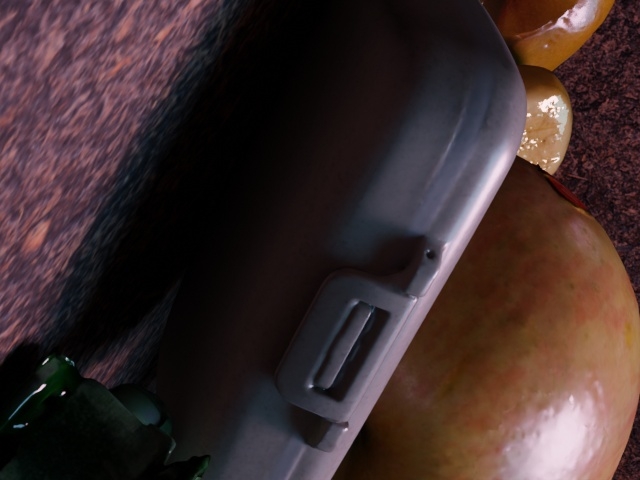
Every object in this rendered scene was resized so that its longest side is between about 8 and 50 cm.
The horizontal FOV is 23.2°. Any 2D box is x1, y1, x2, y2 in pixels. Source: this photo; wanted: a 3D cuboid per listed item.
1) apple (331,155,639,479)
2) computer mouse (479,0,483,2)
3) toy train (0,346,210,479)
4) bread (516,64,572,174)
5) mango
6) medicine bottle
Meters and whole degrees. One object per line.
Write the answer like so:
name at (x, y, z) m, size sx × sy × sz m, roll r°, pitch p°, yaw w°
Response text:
apple at (0.088, 0.109, 1.369) m, size 0.346 × 0.391 × 0.391 m, roll -24°, pitch 149°, yaw -55°
computer mouse at (0.156, -0.275, 1.429) m, size 0.126 × 0.056 × 0.245 m, roll -49°, pitch 172°, yaw -39°
toy train at (-0.183, 0.196, 0.935) m, size 0.202 × 0.145 × 0.266 m, roll -58°, pitch 173°, yaw 36°
bread at (0.150, -0.115, 1.616) m, size 0.217 × 0.098 × 0.147 m, roll -12°, pitch 137°, yaw -13°
mango at (0.222, -0.245, 1.673) m, size 0.236 × 0.136 × 0.166 m, roll -49°, pitch 180°, yaw 10°
medicine bottle at (0.000, 0.000, 1.060) m, size 0.375 × 0.123 × 0.282 m, roll -61°, pitch -160°, yaw 22°
